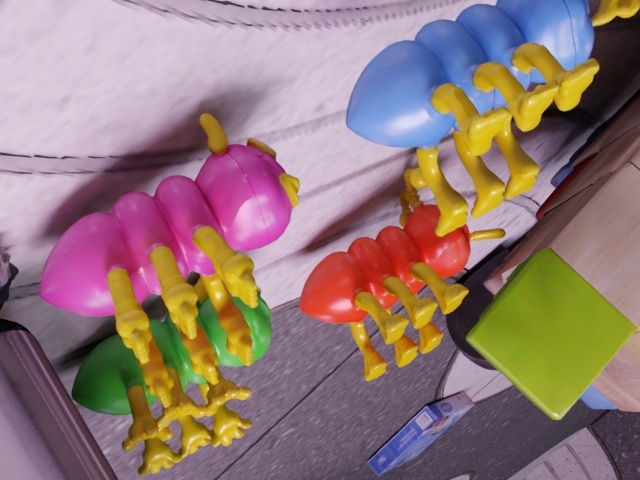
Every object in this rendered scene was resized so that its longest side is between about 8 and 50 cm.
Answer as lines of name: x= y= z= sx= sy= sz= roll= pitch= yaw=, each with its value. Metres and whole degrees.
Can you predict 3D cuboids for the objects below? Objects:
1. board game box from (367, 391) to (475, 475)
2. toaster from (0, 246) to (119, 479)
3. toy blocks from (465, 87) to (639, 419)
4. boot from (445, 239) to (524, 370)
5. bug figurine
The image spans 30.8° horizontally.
board game box: x=0.101 y=0.190 z=1.150 sx=0.090 sy=0.020 sz=0.090 roll=-48 pitch=161 yaw=24
toaster: x=-0.140 y=0.124 z=0.397 sx=0.168 sy=0.110 sz=0.186 roll=-32 pitch=155 yaw=-19
toy blocks: x=0.212 y=-0.051 z=0.594 sx=0.381 sy=0.190 sz=0.261 roll=-48 pitch=177 yaw=-8
boot: x=0.232 y=0.023 z=0.894 sx=0.264 sy=0.096 sz=0.280 roll=-42 pitch=162 yaw=8
bug figurine: x=0.000 y=0.000 z=0.448 sx=0.216 sy=0.072 sz=0.279 roll=-26 pitch=163 yaw=-16
